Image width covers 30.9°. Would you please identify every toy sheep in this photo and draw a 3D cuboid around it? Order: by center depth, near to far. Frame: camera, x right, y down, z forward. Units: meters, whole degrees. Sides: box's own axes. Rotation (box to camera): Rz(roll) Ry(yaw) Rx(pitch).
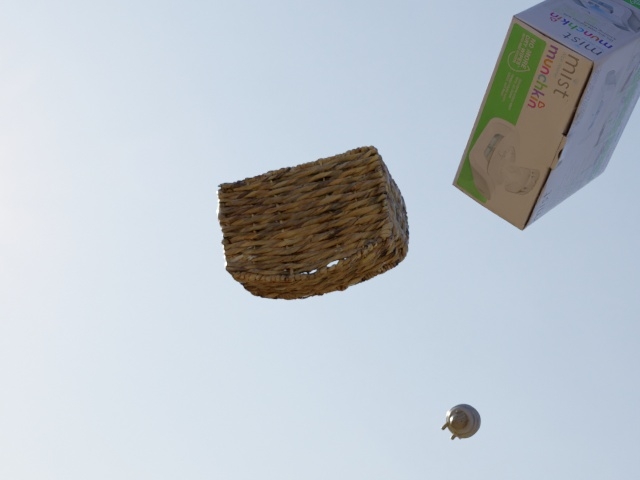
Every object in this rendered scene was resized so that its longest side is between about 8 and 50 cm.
[{"bbox_3d":[0.340,0.432,2.763,0.091,0.091,0.132,17,2,22],"label":"toy sheep"}]

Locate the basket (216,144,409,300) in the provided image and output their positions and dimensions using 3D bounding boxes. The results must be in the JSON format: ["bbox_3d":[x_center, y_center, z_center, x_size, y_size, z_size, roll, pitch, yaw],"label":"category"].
[{"bbox_3d":[0.000,0.000,1.974,0.299,0.213,0.223,-14,-22,9],"label":"basket"}]

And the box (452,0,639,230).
[{"bbox_3d":[0.313,-0.178,1.493,0.127,0.231,0.262,37,-46,23],"label":"box"}]
